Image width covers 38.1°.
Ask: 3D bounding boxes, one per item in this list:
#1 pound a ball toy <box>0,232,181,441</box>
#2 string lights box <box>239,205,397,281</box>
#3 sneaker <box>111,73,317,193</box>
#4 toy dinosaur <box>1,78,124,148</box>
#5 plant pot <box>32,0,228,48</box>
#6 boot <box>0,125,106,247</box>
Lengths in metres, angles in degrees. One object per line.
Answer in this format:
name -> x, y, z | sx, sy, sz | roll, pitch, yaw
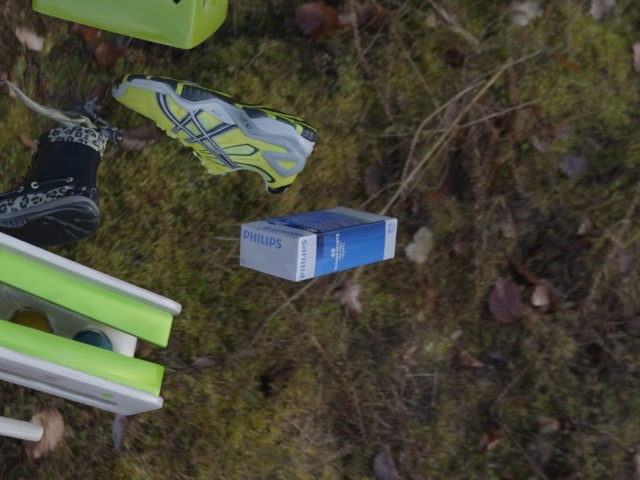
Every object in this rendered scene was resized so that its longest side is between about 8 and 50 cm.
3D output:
pound a ball toy -> -0.325, 0.123, 0.981 | 0.319, 0.136, 0.208 | 25, 61, -36
string lights box -> 0.000, 0.000, 1.586 | 0.260, 0.133, 0.077 | -12, 110, -47
sneaker -> -0.207, -0.200, 1.683 | 0.385, 0.145, 0.147 | 21, 103, 6
toy dinosaur -> -0.405, -0.204, 1.561 | 0.118, 0.268, 0.064 | 8, 79, 24
plant pot -> -0.242, -0.407, 1.271 | 0.228, 0.227, 0.207 | 13, 115, 1
boot -> -0.413, -0.068, 1.298 | 0.236, 0.085, 0.178 | -10, 46, 8
